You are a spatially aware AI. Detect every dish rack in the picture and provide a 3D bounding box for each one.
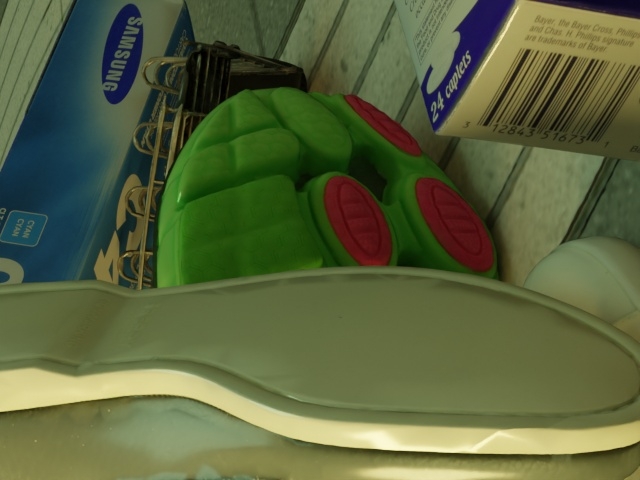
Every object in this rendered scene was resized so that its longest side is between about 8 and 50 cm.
[{"bbox_3d":[-0.071,-0.021,0.898,0.271,0.074,0.208,-14,-69,-77],"label":"dish rack"}]

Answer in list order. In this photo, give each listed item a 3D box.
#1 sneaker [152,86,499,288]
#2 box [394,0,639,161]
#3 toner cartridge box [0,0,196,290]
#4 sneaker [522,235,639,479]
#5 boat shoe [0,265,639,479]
[{"bbox_3d":[-0.016,0.142,0.716,0.202,0.185,0.482,-41,45,54],"label":"sneaker"},{"bbox_3d":[0.099,-0.103,0.577,0.072,0.126,0.137,117,151,-43],"label":"box"},{"bbox_3d":[-0.149,0.026,0.907,0.165,0.075,0.347,85,-164,-54],"label":"toner cartridge box"},{"bbox_3d":[0.084,0.127,0.553,0.106,0.123,0.290,133,140,-58],"label":"sneaker"},{"bbox_3d":[-0.029,0.076,0.570,0.116,0.320,0.099,-55,-39,-60],"label":"boat shoe"}]
